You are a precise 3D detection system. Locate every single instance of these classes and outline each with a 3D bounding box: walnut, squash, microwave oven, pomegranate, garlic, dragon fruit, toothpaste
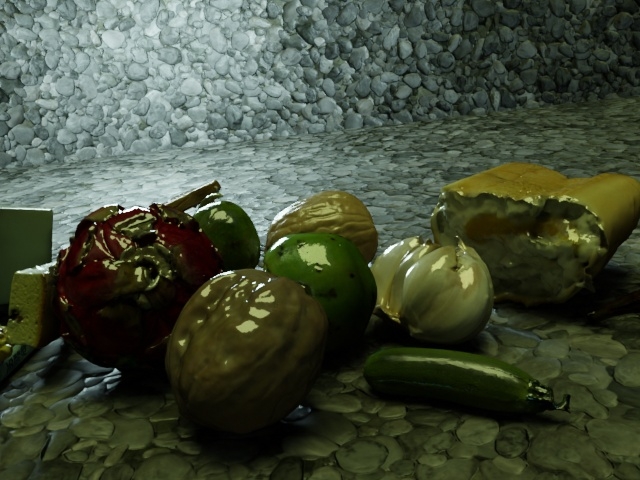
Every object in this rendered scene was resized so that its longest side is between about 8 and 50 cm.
[{"bbox_3d":[0.000,0.000,1.675,0.261,0.225,0.225,-10,18,2],"label":"walnut"},{"bbox_3d":[0.219,0.216,1.158,0.331,0.087,0.087,5,21,29],"label":"squash"},{"bbox_3d":[-0.115,0.172,1.147,0.273,0.227,0.273,-18,46,20],"label":"walnut"},{"bbox_3d":[-0.865,0.033,1.698,0.394,0.247,0.333,5,2,31],"label":"microwave oven"},{"bbox_3d":[-0.010,0.104,1.396,0.236,0.236,0.302,-5,-9,2],"label":"pomegranate"},{"bbox_3d":[0.218,0.091,1.371,0.184,0.203,0.281,26,-4,-18],"label":"garlic"},{"bbox_3d":[-0.328,0.091,1.354,0.329,0.329,0.329,-5,18,2],"label":"dragon fruit"},{"bbox_3d":[-0.592,0.206,1.472,0.048,0.075,0.297,9,23,7],"label":"toothpaste"}]

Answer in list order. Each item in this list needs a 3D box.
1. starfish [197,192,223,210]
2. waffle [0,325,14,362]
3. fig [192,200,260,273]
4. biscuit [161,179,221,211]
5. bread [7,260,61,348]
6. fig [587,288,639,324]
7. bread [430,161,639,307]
[{"bbox_3d":[-0.366,0.005,1.919,0.358,0.078,0.347,-34,-3,3],"label":"starfish"},{"bbox_3d":[-0.697,0.243,1.314,0.329,0.062,0.329,-18,26,9],"label":"waffle"},{"bbox_3d":[-0.279,0.036,1.741,0.275,0.206,0.206,-28,25,-18],"label":"fig"},{"bbox_3d":[-0.499,-0.049,2.150,0.432,0.064,0.283,-31,12,-30],"label":"biscuit"},{"bbox_3d":[-0.517,0.110,1.491,0.077,0.138,0.361,5,4,0],"label":"bread"},{"bbox_3d":[0.603,0.112,1.257,0.290,0.191,0.190,-18,14,18],"label":"fig"},{"bbox_3d":[0.470,-0.017,1.543,0.361,0.250,0.394,13,22,38],"label":"bread"}]
